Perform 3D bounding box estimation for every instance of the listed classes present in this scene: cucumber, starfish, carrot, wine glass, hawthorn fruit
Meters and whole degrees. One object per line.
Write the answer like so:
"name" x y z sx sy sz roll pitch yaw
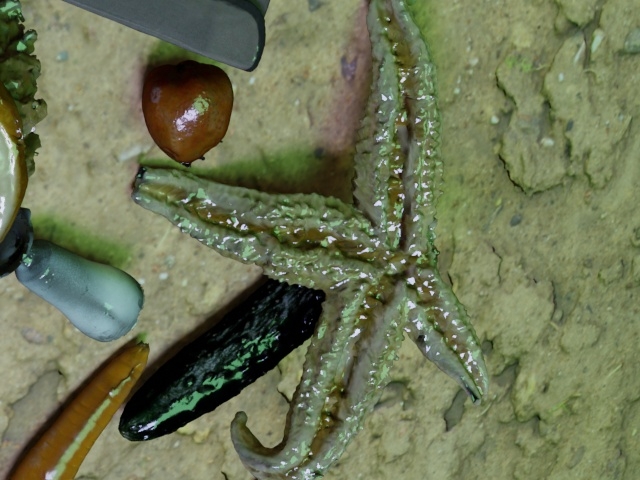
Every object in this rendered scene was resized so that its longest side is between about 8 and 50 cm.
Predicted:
"cucumber" -0.073 0.101 1.484 0.303 0.072 0.081 -40 149 -12
"starfish" 0.000 0.000 1.417 0.324 0.082 0.432 -17 102 -11
"carrot" -0.248 0.209 1.423 0.066 0.062 0.271 27 95 -14
"wine glass" -0.227 0.030 1.307 0.072 0.072 0.155 -52 138 1
"hawthorn fruit" -0.114 -0.107 1.300 0.081 0.081 0.093 -18 116 -32

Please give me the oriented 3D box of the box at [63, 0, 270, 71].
"box" -0.160 -0.245 1.083 0.252 0.188 0.153 15 100 -42

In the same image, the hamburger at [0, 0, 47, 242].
"hamburger" -0.329 -0.081 1.085 0.286 0.146 0.243 -39 128 1
